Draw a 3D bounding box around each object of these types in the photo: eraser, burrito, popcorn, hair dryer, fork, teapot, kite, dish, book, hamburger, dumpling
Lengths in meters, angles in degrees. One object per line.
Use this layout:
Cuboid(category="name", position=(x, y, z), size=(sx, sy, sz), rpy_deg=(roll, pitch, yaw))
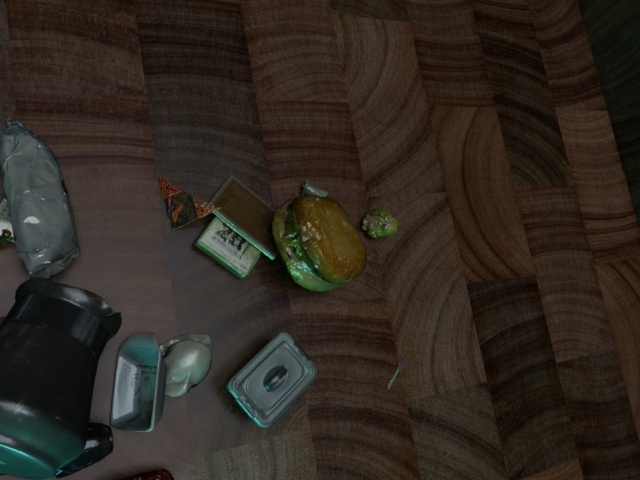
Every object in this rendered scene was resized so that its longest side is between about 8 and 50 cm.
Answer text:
Cuboid(category="eraser", position=(-0.253, 0.013, 1.578), size=(0.172, 0.058, 0.117), rpy_deg=(39, 65, -13))
Cuboid(category="burrito", position=(-0.692, -0.122, 1.358), size=(0.139, 0.101, 0.445), rpy_deg=(-10, 72, -35))
Cuboid(category="popcorn", position=(0.193, -0.058, 1.792), size=(0.089, 0.109, 0.097), rpy_deg=(-46, 139, -57))
Cuboid(category="hair dryer", position=(-0.647, 0.367, 1.302), size=(0.304, 0.120, 0.359), rpy_deg=(-4, 68, -12))
Cuboid(category="fork", position=(0.237, 0.415, 1.742), size=(0.016, 0.012, 0.115), rpy_deg=(38, 69, -8))
Cuboid(category="teapot", position=(-0.623, 0.275, 1.173), size=(0.305, 0.376, 0.361), rpy_deg=(67, 27, -43))
Cuboid(category="teapot", position=(-0.025, -0.147, 1.734), size=(0.083, 0.057, 0.067), rpy_deg=(38, 93, -7))
Cuboid(category="kite", position=(-0.384, -0.081, 1.537), size=(0.222, 0.008, 0.125), rpy_deg=(26, 97, 15))
Cuboid(category="dish", position=(-0.433, 0.345, 1.377), size=(0.064, 0.154, 0.234), rpy_deg=(20, 68, -55))
Cuboid(category="book", position=(-0.199, -0.069, 1.611), size=(0.242, 0.018, 0.170), rpy_deg=(40, 39, -11))
Cuboid(category="hamburger", position=(0.000, 0.000, 1.616), size=(0.314, 0.170, 0.289), rpy_deg=(-5, 72, -55))
Cuboid(category="dumpling", position=(-0.359, 0.312, 1.440), size=(0.150, 0.092, 0.176), rpy_deg=(25, 76, -1))

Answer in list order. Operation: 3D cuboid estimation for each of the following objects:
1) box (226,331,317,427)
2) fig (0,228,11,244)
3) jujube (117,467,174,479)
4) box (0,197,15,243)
Cuboid(category="box", position=(-0.137, 0.373, 1.505), size=(0.227, 0.130, 0.162), rpy_deg=(-42, 96, -29))
Cuboid(category="fig", position=(-0.821, 0.054, 1.263), size=(0.142, 0.148, 0.186), rpy_deg=(21, 30, -5))
Cuboid(category="jujube", position=(-0.443, 0.629, 1.290), size=(0.236, 0.168, 0.168), rpy_deg=(-29, 91, -43))
Cuboid(category="box", position=(-0.722, -0.027, 1.381), size=(0.167, 0.024, 0.090), rpy_deg=(28, 66, -17))
